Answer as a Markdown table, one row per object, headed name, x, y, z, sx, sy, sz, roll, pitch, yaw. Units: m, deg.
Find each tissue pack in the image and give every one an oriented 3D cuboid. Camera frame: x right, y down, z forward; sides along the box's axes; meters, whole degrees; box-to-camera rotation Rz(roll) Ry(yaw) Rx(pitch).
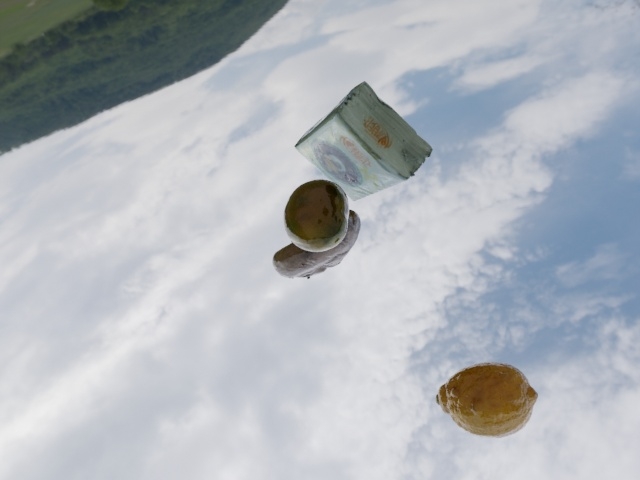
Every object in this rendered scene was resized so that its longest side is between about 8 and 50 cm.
| name | x | y | z | sx | sy | sz | roll | pitch | yaw |
| --- | --- | --- | --- | --- | --- | --- | --- | --- | --- |
| tissue pack | 0.114 | -0.276 | 1.649 | 0.162 | 0.287 | 0.388 | -52 | -169 | -16 |

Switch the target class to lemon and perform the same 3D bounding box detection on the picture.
| name | x | y | z | sx | sy | sz | roll | pitch | yaw |
| --- | --- | --- | --- | --- | --- | --- | --- | --- | --- |
| lemon | 0.311 | 0.300 | 1.036 | 0.187 | 0.142 | 0.142 | -8 | -146 | 19 |

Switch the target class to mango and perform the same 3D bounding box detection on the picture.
| name | x | y | z | sx | sy | sz | roll | pitch | yaw |
| --- | --- | --- | --- | --- | --- | --- | --- | --- | --- |
| mango | -0.008 | -0.036 | 0.862 | 0.111 | 0.089 | 0.163 | -35 | -155 | 25 |

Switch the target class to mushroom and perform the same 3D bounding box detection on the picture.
| name | x | y | z | sx | sy | sz | roll | pitch | yaw |
| --- | --- | --- | --- | --- | --- | --- | --- | --- | --- |
| mushroom | 0.000 | 0.000 | 1.498 | 0.286 | 0.156 | 0.151 | -34 | 173 | -11 |
